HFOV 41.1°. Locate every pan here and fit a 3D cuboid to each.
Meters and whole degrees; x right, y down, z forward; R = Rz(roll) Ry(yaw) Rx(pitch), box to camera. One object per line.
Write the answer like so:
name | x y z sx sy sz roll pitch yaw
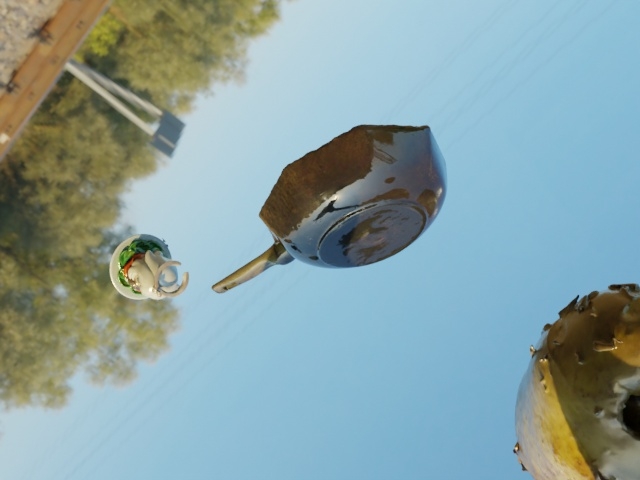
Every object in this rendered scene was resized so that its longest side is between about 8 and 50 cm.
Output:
pan | 0.014 0.000 0.606 0.202 0.128 0.048 -56 -136 48

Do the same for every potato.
potato | 0.246 0.150 0.719 0.300 0.140 0.173 93 -21 -56

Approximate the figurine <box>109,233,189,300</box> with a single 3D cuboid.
figurine | -0.305 0.059 1.585 0.153 0.132 0.132 16 -111 54
